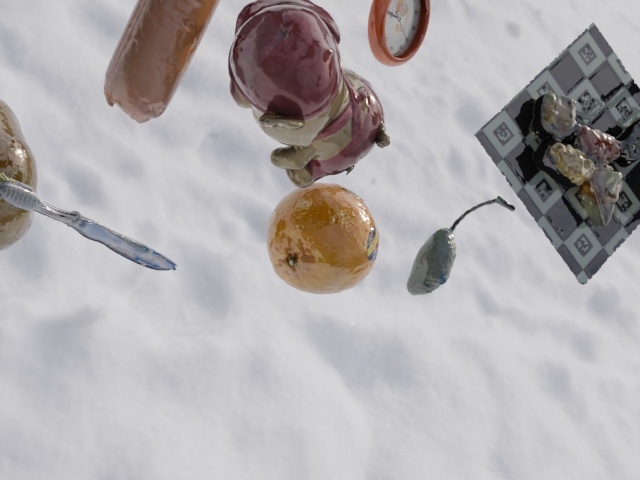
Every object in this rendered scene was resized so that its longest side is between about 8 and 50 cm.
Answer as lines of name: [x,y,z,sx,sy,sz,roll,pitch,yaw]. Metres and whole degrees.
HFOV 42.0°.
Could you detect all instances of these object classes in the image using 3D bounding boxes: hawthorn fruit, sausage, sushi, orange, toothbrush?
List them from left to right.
hawthorn fruit: [-0.598,-0.100,1.284,0.300,0.267,0.268,4,66,-35]
toothbrush: [-0.348,-0.014,1.299,0.042,0.035,0.413,49,7,33]
sausage: [-0.165,-0.274,0.964,0.086,0.086,0.289,23,95,-28]
orange: [0.002,0.000,1.263,0.177,0.177,0.155,36,54,-18]
sushi: [0.497,-0.164,1.480,0.359,0.064,0.343,-42,101,-20]

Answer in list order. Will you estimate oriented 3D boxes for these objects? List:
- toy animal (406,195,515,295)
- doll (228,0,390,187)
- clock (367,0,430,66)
toy animal: [0.247,0.002,1.551,0.079,0.253,0.070,37,17,-8]
doll: [-0.025,-0.182,0.999,0.196,0.152,0.256,65,10,27]
clock: [0.168,-0.476,1.788,0.205,0.051,0.205,-29,129,-43]
